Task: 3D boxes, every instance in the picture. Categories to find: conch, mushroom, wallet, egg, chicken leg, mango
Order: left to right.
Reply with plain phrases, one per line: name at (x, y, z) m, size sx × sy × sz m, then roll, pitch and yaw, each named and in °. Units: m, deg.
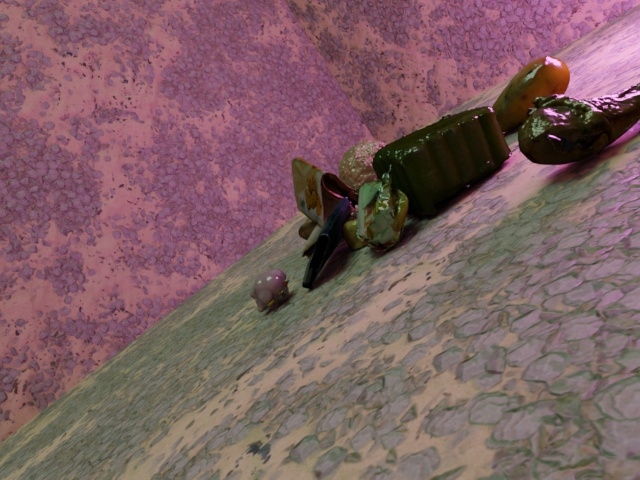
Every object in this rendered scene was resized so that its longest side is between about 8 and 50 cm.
conch at (-0.001, -0.004, 1.884) m, size 0.176 × 0.104 × 0.094 m, roll -40°, pitch -19°, yaw -13°
mushroom at (0.025, -0.097, 2.082) m, size 0.278 × 0.146 × 0.278 m, roll -41°, pitch 9°, yaw 8°
wallet at (0.024, -0.001, 1.604) m, size 0.379 × 0.046 × 0.190 m, roll -58°, pitch -15°, yaw -66°
egg at (0.201, -0.259, 1.964) m, size 0.279 × 0.279 × 0.310 m, roll -35°, pitch 16°, yaw -1°
mango at (0.675, -0.462, 1.680) m, size 0.177 × 0.175 × 0.329 m, roll -6°, pitch -22°, yaw -18°
chicken leg at (0.572, -0.259, 1.051) m, size 0.361 × 0.140 × 0.211 m, roll -25°, pitch 29°, yaw -5°

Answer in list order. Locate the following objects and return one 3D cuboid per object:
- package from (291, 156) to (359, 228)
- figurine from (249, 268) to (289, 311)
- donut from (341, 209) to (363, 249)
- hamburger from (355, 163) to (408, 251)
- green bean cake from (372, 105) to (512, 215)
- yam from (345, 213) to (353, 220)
package at (0.022, -0.191, 1.900) m, size 0.165 × 0.221 × 0.311 m, roll -12°, pitch 21°, yaw -20°
figurine at (-0.161, 0.154, 1.592) m, size 0.137 × 0.112 × 0.229 m, roll -45°, pitch 3°, yaw -26°
donut at (0.131, -0.043, 1.621) m, size 0.141 × 0.085 × 0.217 m, roll -35°, pitch 11°, yaw -3°
hamburger at (0.175, -0.087, 1.390) m, size 0.214 × 0.125 × 0.235 m, roll -156°, pitch 85°, yaw -76°
green bean cake at (0.350, -0.229, 1.480) m, size 0.319 × 0.218 × 0.335 m, roll -28°, pitch 14°, yaw -10°
yam at (0.108, -0.060, 1.858) m, size 0.068 × 0.068 × 0.169 m, roll -37°, pitch 10°, yaw -17°
